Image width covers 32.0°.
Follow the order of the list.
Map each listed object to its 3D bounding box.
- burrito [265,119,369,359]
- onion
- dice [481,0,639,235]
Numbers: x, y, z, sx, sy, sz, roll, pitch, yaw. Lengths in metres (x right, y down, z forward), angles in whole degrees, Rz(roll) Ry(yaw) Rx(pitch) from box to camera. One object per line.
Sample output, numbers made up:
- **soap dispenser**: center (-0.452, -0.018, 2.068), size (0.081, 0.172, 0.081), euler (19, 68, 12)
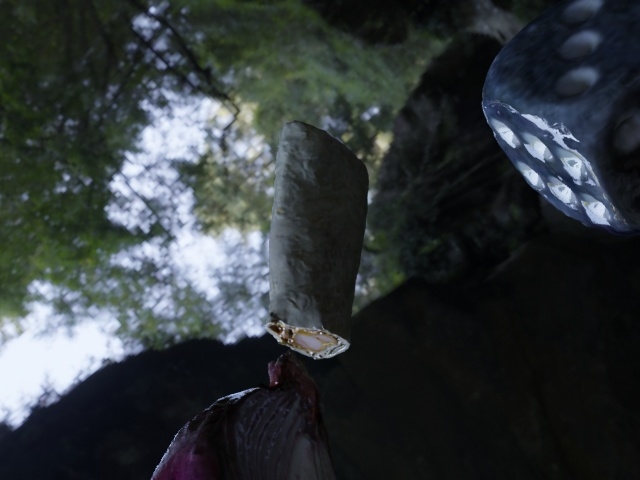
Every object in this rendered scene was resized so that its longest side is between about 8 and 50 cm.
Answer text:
- **burrito**: center (-0.003, -0.001, 1.496), size (0.143, 0.105, 0.299), euler (21, -115, -40)
- **onion**: center (-0.058, 0.247, 0.972), size (0.267, 0.159, 0.348), euler (54, -168, -23)
- **dice**: center (0.284, -0.128, 1.092), size (0.181, 0.183, 0.182), euler (53, 172, -34)
